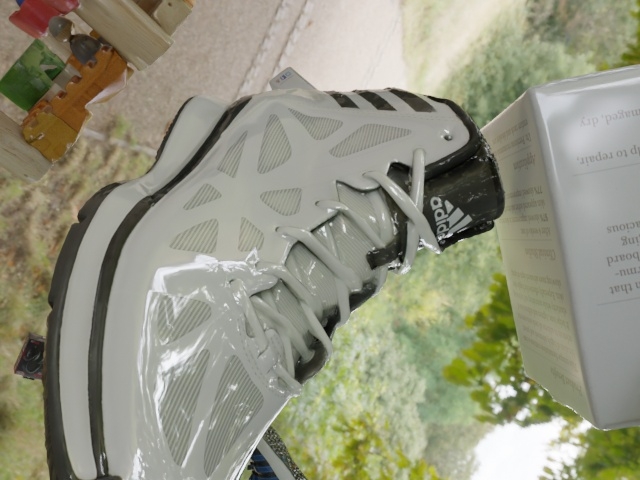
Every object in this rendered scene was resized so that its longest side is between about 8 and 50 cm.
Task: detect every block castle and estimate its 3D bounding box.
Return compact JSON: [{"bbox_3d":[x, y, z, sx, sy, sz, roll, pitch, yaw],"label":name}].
[{"bbox_3d":[-0.338,-0.311,0.949,0.303,0.213,0.453,-38,-152,19],"label":"block castle"}]

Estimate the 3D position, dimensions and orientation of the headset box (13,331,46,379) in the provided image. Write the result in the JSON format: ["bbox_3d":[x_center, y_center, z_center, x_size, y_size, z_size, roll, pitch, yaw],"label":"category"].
[{"bbox_3d":[-0.529,0.221,1.334,0.062,0.032,0.083,24,95,-29],"label":"headset box"}]

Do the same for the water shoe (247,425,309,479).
[{"bbox_3d":[-0.076,0.321,0.979,0.080,0.203,0.073,-44,148,3],"label":"water shoe"}]

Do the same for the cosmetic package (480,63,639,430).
[{"bbox_3d":[0.425,-0.010,0.930,0.329,0.327,0.394,-29,108,-88],"label":"cosmetic package"}]

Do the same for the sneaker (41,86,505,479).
[{"bbox_3d":[0.000,-0.001,0.490,0.447,0.257,0.169,-82,159,-53],"label":"sneaker"}]

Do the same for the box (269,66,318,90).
[{"bbox_3d":[0.044,-0.152,1.324,0.058,0.322,0.232,-39,152,-11],"label":"box"}]
